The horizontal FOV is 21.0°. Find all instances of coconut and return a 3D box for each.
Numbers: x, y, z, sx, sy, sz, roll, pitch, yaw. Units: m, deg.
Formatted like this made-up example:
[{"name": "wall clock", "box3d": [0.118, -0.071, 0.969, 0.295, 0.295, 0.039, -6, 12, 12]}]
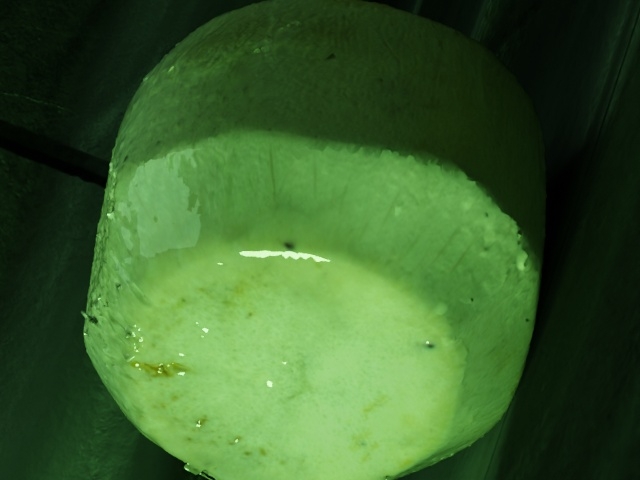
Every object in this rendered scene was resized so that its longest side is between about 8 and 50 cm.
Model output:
[{"name": "coconut", "box3d": [0.000, 0.000, 0.906, 0.247, 0.245, 0.245, -75, 9, -55]}]
